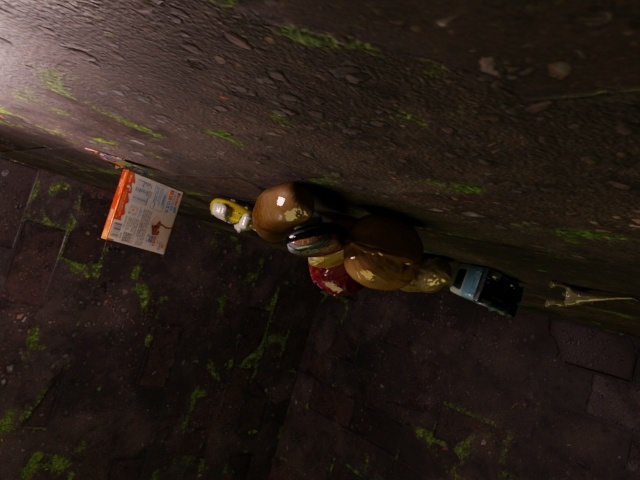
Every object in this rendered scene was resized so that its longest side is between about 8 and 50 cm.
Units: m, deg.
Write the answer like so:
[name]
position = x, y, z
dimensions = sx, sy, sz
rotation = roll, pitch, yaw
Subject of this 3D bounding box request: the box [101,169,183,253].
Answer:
[box]
position = -0.690, -0.105, 1.928
dimensions = 0.048, 0.274, 0.264
rotation = 11, 171, 39

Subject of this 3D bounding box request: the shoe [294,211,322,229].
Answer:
[shoe]
position = -0.076, -0.059, 1.588
dimensions = 0.195, 0.079, 0.078
rotation = 6, 152, 28

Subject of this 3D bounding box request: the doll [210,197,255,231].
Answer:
[doll]
position = -0.293, -0.084, 1.813
dimensions = 0.237, 0.111, 0.252
rotation = 19, 177, -17

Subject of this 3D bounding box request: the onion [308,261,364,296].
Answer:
[onion]
position = 0.080, 0.074, 1.728
dimensions = 0.246, 0.247, 0.190
rotation = 17, 165, -7

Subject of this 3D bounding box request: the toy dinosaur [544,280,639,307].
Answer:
[toy dinosaur]
position = 0.820, 0.171, 1.535
dimensions = 0.199, 0.072, 0.251
rotation = 5, 161, 6

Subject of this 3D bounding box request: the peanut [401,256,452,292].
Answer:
[peanut]
position = 0.382, 0.122, 1.845
dimensions = 0.153, 0.140, 0.325
rotation = 59, 158, -6

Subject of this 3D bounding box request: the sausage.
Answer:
[sausage]
position = -0.112, -0.073, 1.311
dimensions = 0.136, 0.123, 0.501
rotation = 41, 168, -5

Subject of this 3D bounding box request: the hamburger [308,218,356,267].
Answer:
[hamburger]
position = 0.055, 0.013, 1.533
dimensions = 0.213, 0.108, 0.214
rotation = -7, 160, -3

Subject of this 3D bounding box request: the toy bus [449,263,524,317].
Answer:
[toy bus]
position = 0.601, 0.177, 1.783
dimensions = 0.271, 0.133, 0.164
rotation = 23, 176, -38

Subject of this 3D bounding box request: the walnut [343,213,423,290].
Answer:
[walnut]
position = 0.159, 0.030, 1.251
dimensions = 0.193, 0.193, 0.225
rotation = 10, 168, 46

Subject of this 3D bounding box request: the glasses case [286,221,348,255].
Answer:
[glasses case]
position = 0.000, 0.000, 1.279
dimensions = 0.122, 0.082, 0.321
rotation = -15, 175, 10

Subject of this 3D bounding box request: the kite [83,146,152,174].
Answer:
[kite]
position = -0.690, -0.264, 1.663
dimensions = 0.233, 0.016, 0.321
rotation = 21, 173, -43
